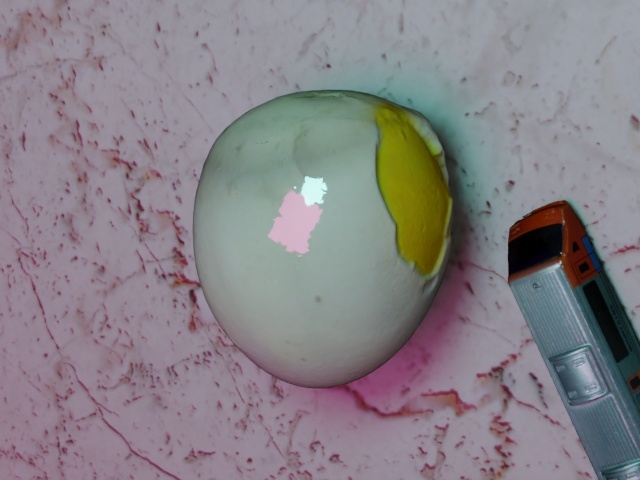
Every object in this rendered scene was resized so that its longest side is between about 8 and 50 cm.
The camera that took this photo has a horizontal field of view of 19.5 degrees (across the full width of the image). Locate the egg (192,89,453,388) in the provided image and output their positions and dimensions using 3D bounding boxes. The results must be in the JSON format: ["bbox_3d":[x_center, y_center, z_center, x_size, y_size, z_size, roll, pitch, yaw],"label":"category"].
[{"bbox_3d":[0.000,0.000,2.016,0.283,0.283,0.345,16,116,25],"label":"egg"}]

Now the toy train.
[{"bbox_3d":[0.306,0.159,2.003,0.086,0.089,0.409,-23,94,39],"label":"toy train"}]
